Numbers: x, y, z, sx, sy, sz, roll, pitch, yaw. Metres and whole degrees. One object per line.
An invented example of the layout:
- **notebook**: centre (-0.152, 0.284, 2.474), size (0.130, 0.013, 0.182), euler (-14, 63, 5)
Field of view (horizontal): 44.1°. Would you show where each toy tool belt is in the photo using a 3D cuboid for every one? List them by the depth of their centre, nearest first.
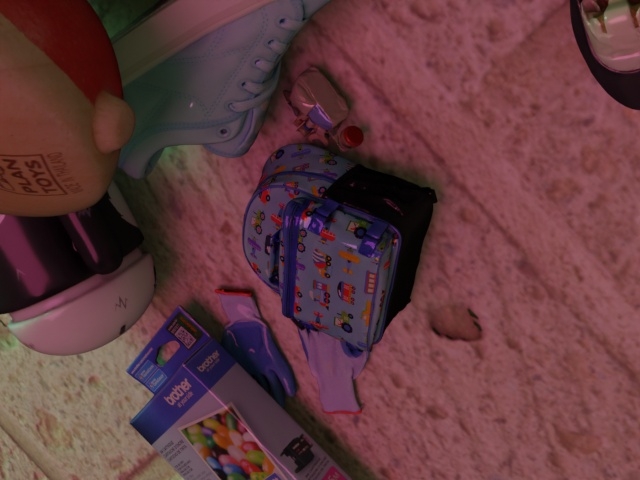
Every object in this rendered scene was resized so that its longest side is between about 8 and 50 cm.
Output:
- **toy tool belt**: centre (0.001, -0.112, 0.718), size (0.083, 0.052, 0.051), euler (51, 151, -4)

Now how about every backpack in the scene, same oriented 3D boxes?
- **backpack**: centre (0.000, 0.000, 0.721), size (0.173, 0.117, 0.158), euler (25, 130, 19)

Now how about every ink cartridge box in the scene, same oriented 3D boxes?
- **ink cartridge box**: centre (-0.102, 0.236, 0.908), size (0.311, 0.065, 0.186), euler (47, 135, 3)

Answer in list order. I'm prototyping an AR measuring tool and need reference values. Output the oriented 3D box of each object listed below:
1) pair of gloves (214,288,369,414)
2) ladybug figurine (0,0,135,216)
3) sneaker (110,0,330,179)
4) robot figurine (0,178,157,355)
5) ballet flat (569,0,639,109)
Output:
- **pair of gloves**: centre (-0.032, 0.122, 0.856), size (0.198, 0.023, 0.159), euler (-1, 113, 28)
- **ladybug figurine**: centre (-0.336, -0.158, 0.615), size (0.449, 0.162, 0.305), euler (18, 155, 10)
- **sneaker**: centre (-0.074, -0.160, 0.696), size (0.365, 0.135, 0.150), euler (-19, 120, 36)
- **robot figurine**: centre (-0.286, -0.016, 0.832), size (0.173, 0.209, 0.278), euler (-24, 101, 7)
- **ballet flat**: centre (0.206, -0.183, 0.563), size (0.074, 0.074, 0.203), euler (-10, 108, 30)
